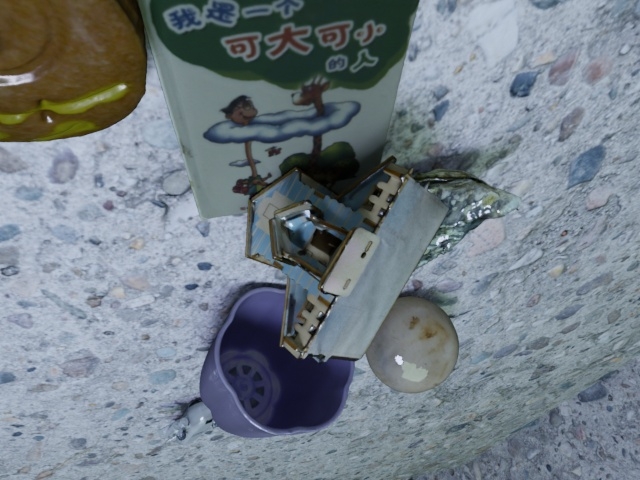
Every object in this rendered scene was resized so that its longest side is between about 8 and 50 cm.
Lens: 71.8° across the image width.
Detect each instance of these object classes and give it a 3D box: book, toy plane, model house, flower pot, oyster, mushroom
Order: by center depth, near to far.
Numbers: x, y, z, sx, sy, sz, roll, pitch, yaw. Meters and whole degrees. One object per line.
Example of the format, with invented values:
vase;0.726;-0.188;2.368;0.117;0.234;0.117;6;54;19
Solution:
book;-0.037;-0.158;0.499;0.260;0.043;0.371;-11;148;-10
model house;0.000;0.000;0.576;0.178;0.206;0.271;21;100;-48
oyster;0.133;-0.013;0.701;0.351;0.158;0.162;-25;177;27
flower pot;-0.102;0.255;0.841;0.265;0.265;0.243;6;145;-27
mushroom;0.191;0.228;0.985;0.207;0.207;0.215;-10;174;-10
toy plane;-0.320;0.453;1.102;0.174;0.080;0.174;-25;155;-13

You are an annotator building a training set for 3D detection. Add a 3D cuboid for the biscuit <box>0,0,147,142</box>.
biscuit;-0.321;-0.157;0.286;0.394;0.070;0.350;-1;165;-25
